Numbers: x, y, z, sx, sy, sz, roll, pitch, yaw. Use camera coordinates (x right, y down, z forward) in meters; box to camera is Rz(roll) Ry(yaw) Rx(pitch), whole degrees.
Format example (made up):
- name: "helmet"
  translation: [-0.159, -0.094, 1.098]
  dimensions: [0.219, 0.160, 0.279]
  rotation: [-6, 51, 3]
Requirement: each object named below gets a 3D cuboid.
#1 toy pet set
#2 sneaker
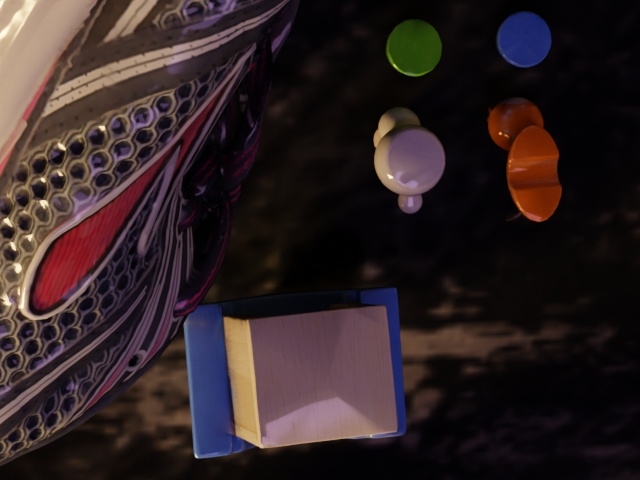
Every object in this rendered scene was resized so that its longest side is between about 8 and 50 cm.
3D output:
- name: "toy pet set"
  translation: [0.000, 0.000, 0.544]
  dimensions: [0.122, 0.065, 0.114]
  rotation: [-5, 91, -13]
- name: "sneaker"
  translation: [-0.050, -0.039, 0.445]
  dimensions: [0.112, 0.121, 0.299]
  rotation: [39, 112, -21]
